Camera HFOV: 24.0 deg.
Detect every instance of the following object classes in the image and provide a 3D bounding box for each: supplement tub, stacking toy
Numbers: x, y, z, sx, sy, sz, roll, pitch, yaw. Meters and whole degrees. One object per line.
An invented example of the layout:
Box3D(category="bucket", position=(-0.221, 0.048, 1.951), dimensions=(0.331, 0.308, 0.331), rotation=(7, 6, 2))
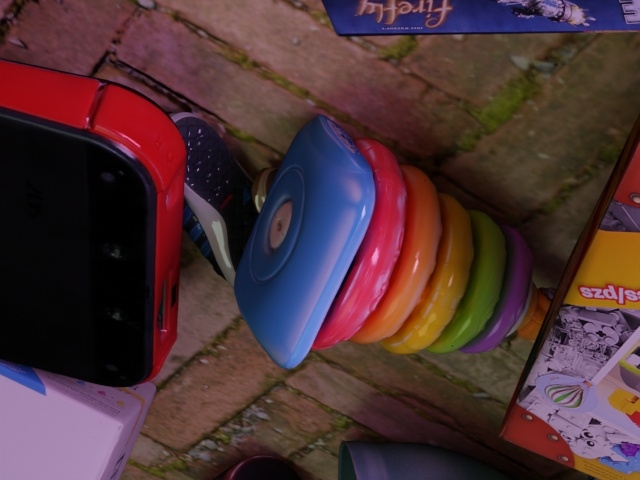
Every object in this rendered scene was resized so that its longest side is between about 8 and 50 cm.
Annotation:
Box3D(category="supplement tub", position=(-0.098, 0.314, 1.690), dimensions=(0.106, 0.106, 0.198), rotation=(33, 146, -13))
Box3D(category="stacking toy", position=(0.101, 0.032, 1.166), dimensions=(0.301, 0.175, 0.166), rotation=(19, 107, -21))

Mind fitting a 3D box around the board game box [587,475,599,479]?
Box3D(category="board game box", position=(0.317, 0.250, 1.145), dimensions=(0.253, 0.336, 0.079), rotation=(18, 146, 8))

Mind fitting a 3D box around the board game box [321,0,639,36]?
Box3D(category="board game box", position=(0.137, -0.182, 0.822), dimensions=(0.243, 0.165, 0.042), rotation=(4, 141, 28))

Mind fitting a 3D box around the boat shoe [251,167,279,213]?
Box3D(category="boat shoe", position=(0.000, 0.000, 1.248), dimensions=(0.049, 0.056, 0.152), rotation=(-4, 137, 42))

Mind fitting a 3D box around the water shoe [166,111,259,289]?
Box3D(category="water shoe", position=(-0.092, -0.031, 1.265), dimensions=(0.080, 0.073, 0.203), rotation=(15, 143, 45))

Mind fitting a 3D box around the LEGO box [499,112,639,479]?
Box3D(category="LEGO box", position=(0.408, 0.068, 0.946), dimensions=(0.500, 0.193, 0.372), rotation=(22, 147, 8))

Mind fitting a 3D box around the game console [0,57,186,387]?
Box3D(category="game console", position=(-0.284, -0.020, 1.248), dimensions=(0.341, 0.060, 0.387), rotation=(15, 144, 4))

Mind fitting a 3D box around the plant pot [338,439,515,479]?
Box3D(category="plant pot", position=(0.132, 0.331, 1.454), dimensions=(0.196, 0.293, 0.293), rotation=(-4, 144, -5))

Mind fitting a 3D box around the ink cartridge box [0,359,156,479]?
Box3D(category="ink cartridge box", position=(-0.285, 0.201, 1.506), dimensions=(0.171, 0.168, 0.233), rotation=(25, -177, 0))
